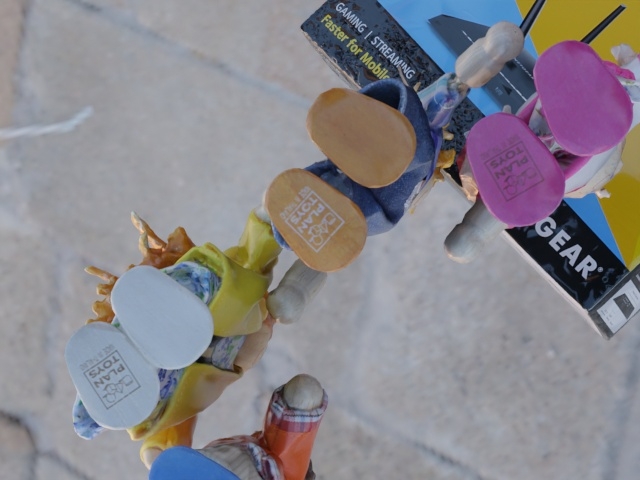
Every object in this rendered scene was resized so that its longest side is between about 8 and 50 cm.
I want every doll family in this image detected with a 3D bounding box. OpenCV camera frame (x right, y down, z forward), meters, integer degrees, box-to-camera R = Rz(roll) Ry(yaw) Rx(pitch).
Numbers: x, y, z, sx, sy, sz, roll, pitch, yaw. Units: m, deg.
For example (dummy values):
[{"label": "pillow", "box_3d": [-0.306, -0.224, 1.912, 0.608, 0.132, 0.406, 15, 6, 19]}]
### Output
[{"label": "doll family", "box_3d": [0.000, 0.000, 0.611, 0.118, 0.163, 0.263, 44, 97, 7]}]

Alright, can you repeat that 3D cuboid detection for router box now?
[{"label": "router box", "box_3d": [0.097, -0.069, 0.711, 0.133, 0.046, 0.179, -44, 62, 1]}]
